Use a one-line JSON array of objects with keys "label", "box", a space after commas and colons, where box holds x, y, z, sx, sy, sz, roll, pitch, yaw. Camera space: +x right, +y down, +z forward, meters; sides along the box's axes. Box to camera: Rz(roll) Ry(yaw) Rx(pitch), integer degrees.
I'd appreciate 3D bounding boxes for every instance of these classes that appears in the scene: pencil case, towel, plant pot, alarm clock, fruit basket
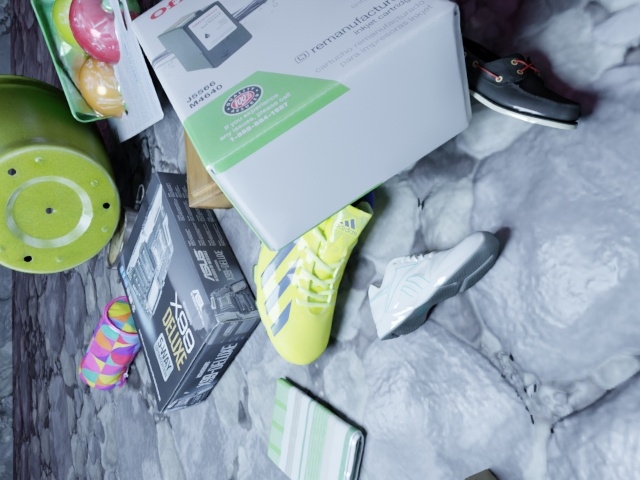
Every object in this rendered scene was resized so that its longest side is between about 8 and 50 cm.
[{"label": "pencil case", "box": [-0.419, 0.215, 0.986, 0.236, 0.105, 0.104, -54, 52, 37]}, {"label": "towel", "box": [-0.010, 0.244, 0.573, 0.152, 0.023, 0.113, 18, 101, 50]}, {"label": "plant pot", "box": [-0.566, -0.111, 0.940, 0.353, 0.367, 0.365, 33, 114, 46]}, {"label": "alarm clock", "box": [-0.377, -0.020, 0.957, 0.129, 0.064, 0.191, 35, 110, 53]}, {"label": "fruit basket", "box": [-0.369, -0.348, 0.845, 0.353, 0.166, 0.326, -1, 109, 51]}]

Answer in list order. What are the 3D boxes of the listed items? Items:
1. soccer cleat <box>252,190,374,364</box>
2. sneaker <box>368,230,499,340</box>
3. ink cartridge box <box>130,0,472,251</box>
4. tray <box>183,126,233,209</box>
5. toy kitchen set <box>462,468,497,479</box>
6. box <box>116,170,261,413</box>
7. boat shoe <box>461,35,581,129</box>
[{"label": "soccer cleat", "box": [-0.001, 0.000, 0.506, 0.121, 0.094, 0.288, 11, 98, 46]}, {"label": "sneaker", "box": [0.091, 0.032, 0.431, 0.152, 0.054, 0.061, -47, 53, 38]}, {"label": "ink cartridge box", "box": [-0.034, -0.155, 0.431, 0.199, 0.114, 0.272, -34, 51, -1]}, {"label": "tray", "box": [-0.125, -0.266, 0.665, 0.203, 0.076, 0.409, -15, 79, 48]}, {"label": "toy kitchen set", "box": [0.125, 0.243, 0.372, 0.083, 0.075, 0.068, 43, 122, 45]}, {"label": "box", "box": [-0.229, 0.079, 0.779, 0.242, 0.077, 0.307, -54, 52, 33]}, {"label": "boat shoe", "box": [0.144, -0.124, 0.372, 0.133, 0.049, 0.041, 49, 133, 42]}]
